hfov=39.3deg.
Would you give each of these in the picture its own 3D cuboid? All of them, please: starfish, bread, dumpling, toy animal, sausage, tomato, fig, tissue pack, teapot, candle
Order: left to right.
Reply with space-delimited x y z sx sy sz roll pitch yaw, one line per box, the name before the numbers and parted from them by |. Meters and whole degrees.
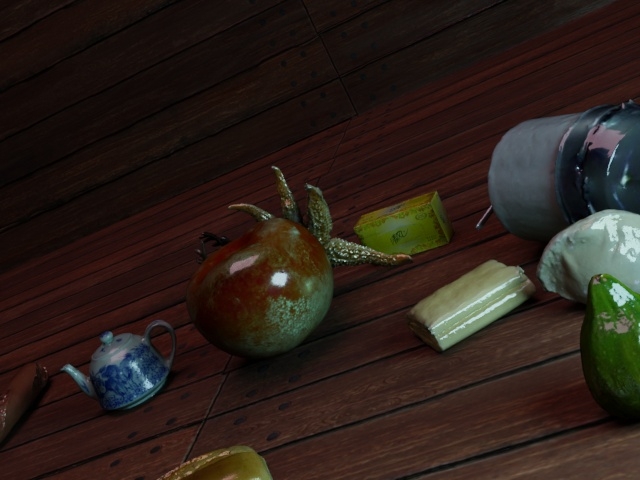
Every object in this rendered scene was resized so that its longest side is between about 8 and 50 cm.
sausage | -0.684 0.356 2.003 0.087 0.079 0.327 -49 9 20
teapot | -0.387 0.240 1.766 0.232 0.159 0.159 -28 16 -1
bread | -0.168 0.355 1.146 0.236 0.106 0.140 -30 18 -6
tomato | -0.097 0.098 1.610 0.270 0.223 0.270 -36 15 11
toy animal | -0.116 0.031 1.969 0.260 0.087 0.243 -7 -14 36
starfish | -0.019 -0.014 1.726 0.301 0.293 0.084 -16 33 29
tissue pack | 0.166 -0.022 1.785 0.176 0.095 0.062 -18 20 27
bread | 0.226 0.097 1.390 0.178 0.060 0.139 -31 17 -12
candle | 0.404 -0.101 1.434 0.221 0.221 0.342 -34 17 -21
dumpling | 0.396 0.020 1.234 0.199 0.136 0.118 -7 25 12
fig | 0.343 0.111 0.998 0.123 0.156 0.123 -24 11 5
